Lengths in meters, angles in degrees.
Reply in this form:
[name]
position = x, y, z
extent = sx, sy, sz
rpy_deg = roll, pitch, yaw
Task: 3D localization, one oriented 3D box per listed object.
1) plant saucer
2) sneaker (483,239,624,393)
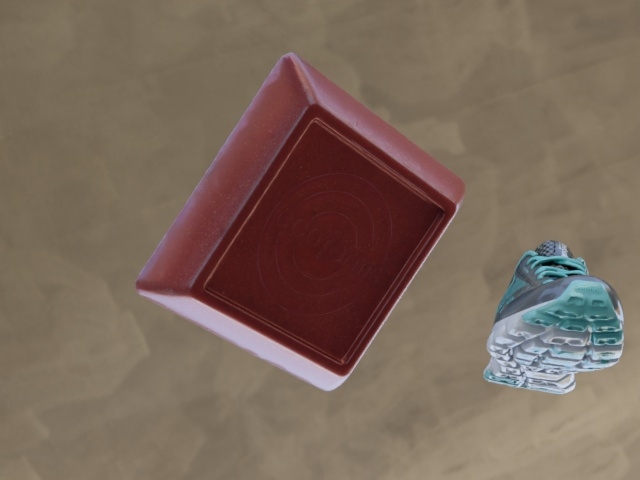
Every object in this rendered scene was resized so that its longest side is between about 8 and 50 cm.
[plant saucer]
position = 0.000, 0.000, 0.987
extent = 0.258, 0.048, 0.259
rpy_deg = 32, -89, -34
[sneaker]
position = 0.119, 0.033, 0.554
extent = 0.065, 0.166, 0.076
rpy_deg = 10, -105, 1
